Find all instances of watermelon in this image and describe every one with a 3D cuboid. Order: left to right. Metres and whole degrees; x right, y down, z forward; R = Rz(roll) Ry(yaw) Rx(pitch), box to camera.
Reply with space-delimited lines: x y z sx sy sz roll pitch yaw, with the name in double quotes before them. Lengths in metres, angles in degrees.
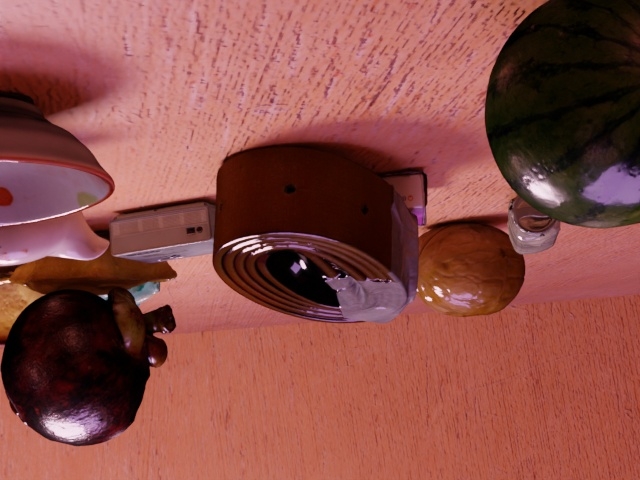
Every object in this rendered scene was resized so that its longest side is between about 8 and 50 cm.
"watermelon" 0.221 -0.103 0.904 0.188 0.188 0.214 -4 171 -12

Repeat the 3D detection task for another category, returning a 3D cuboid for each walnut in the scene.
"walnut" 0.242 0.049 2.028 0.207 0.167 0.167 0 170 -25

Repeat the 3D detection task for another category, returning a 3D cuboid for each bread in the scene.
"bread" -0.519 0.107 1.998 0.169 0.140 0.160 4 173 -44
"bread" -0.345 0.036 1.804 0.233 0.088 0.161 -9 166 36

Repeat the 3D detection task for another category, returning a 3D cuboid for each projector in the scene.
"projector" -0.197 -0.011 1.652 0.147 0.061 0.115 -8 170 17

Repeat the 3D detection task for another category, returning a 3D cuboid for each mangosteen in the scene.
"mangosteen" -0.325 0.168 1.738 0.265 0.228 0.228 -33 172 -3

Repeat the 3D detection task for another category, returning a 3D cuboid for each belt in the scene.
"belt" 0.000 0.000 1.462 0.217 0.122 0.338 -9 156 23

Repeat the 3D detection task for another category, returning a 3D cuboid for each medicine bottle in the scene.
"medicine bottle" 0.043 -0.048 1.615 0.201 0.052 0.171 -5 171 3

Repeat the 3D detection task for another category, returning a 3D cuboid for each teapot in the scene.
"teapot" -0.335 -0.031 1.260 0.226 0.092 0.145 4 -150 7
"teapot" 0.339 -0.030 1.836 0.107 0.077 0.200 -11 171 7

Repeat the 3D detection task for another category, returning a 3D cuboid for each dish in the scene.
"dish" -0.316 -0.076 1.074 0.260 0.085 0.260 -6 170 -1

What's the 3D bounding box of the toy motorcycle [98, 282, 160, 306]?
"toy motorcycle" -0.386 0.097 2.104 0.198 0.109 0.296 -2 172 -36
